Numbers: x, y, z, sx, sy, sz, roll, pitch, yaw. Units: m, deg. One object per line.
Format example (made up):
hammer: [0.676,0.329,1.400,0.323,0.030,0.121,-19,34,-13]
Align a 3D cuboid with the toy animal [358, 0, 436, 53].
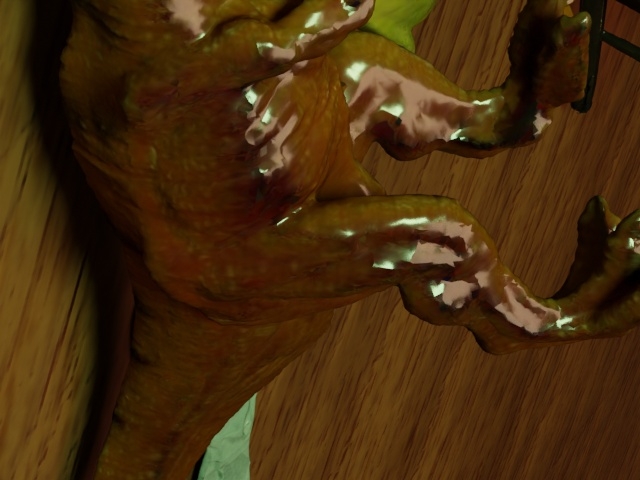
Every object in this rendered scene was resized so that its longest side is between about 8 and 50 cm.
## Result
toy animal: [0.026,-0.150,0.627,0.159,0.070,0.083,-66,156,-11]

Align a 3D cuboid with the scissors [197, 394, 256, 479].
scissors: [-0.041,0.086,0.783,0.144,0.017,0.248,-36,146,-49]

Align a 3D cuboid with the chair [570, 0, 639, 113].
chair: [0.211,-0.163,0.870,0.160,0.186,0.319,-52,157,-18]

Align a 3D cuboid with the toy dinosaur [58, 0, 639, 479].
toy dinosaur: [0.000,0.000,0.589,0.097,0.208,0.432,-103,-170,-53]
